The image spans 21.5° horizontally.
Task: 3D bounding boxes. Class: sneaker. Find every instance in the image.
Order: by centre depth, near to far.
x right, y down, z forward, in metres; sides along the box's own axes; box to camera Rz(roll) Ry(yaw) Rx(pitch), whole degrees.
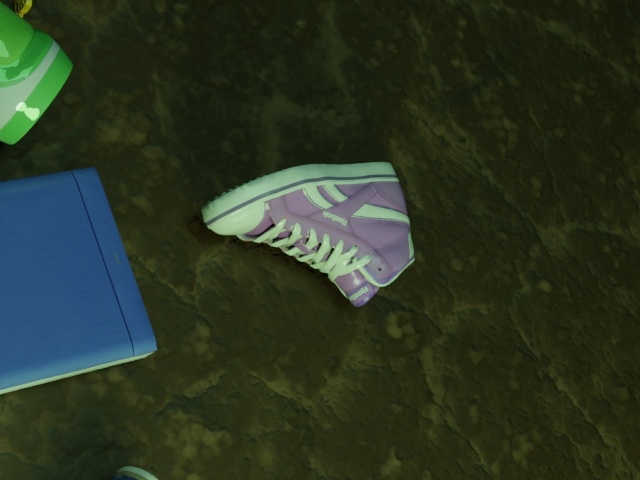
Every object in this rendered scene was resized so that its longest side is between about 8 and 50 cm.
[{"bbox_3d":[0.001,0.000,1.913,0.282,0.102,0.161,-8,77,-38],"label":"sneaker"}]

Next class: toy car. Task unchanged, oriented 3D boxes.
[{"bbox_3d":[-0.294,-0.291,1.868,0.060,0.040,0.122,27,55,-24],"label":"toy car"}]

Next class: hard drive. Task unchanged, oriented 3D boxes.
[{"bbox_3d":[-0.334,0.048,1.683,0.318,0.040,0.210,-12,77,-39],"label":"hard drive"}]

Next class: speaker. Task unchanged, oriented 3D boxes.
[{"bbox_3d":[-0.401,-0.227,1.706,0.296,0.131,0.131,37,52,-17],"label":"speaker"}]

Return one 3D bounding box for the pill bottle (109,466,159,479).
[{"bbox_3d":[-0.203,0.285,1.652,0.067,0.067,0.120,45,50,-11],"label":"pill bottle"}]
